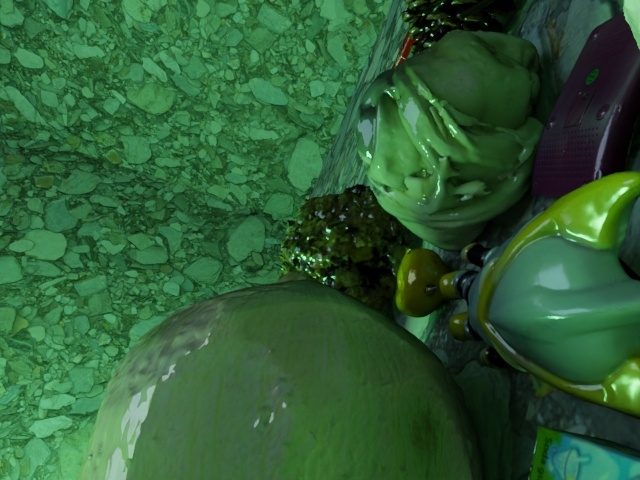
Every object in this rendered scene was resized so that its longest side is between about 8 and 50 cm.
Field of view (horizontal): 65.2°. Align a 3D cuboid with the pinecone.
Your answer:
[{"bbox_3d":[0.219,-0.375,0.803,0.168,0.186,0.212,-126,30,-52],"label":"pinecone"}]

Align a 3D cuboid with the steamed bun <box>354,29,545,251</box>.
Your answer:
[{"bbox_3d":[0.144,-0.136,0.667,0.280,0.207,0.267,125,162,-71],"label":"steamed bun"}]

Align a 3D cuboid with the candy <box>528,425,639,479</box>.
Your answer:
[{"bbox_3d":[0.181,0.163,0.248,0.194,0.062,0.097,144,144,-75],"label":"candy"}]

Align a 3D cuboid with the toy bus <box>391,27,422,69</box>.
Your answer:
[{"bbox_3d":[0.214,-0.397,1.190,0.081,0.090,0.195,-81,12,-52],"label":"toy bus"}]

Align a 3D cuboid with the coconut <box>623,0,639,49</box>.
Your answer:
[{"bbox_3d":[0.229,-0.129,0.227,0.171,0.171,0.182,133,156,-73],"label":"coconut"}]

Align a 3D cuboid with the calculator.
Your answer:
[{"bbox_3d":[0.260,-0.130,0.474,0.126,0.034,0.190,-124,53,-82],"label":"calculator"}]

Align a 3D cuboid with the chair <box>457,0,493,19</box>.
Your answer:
[{"bbox_3d":[0.287,-0.434,0.628,0.326,0.170,0.160,-29,-8,-13],"label":"chair"}]

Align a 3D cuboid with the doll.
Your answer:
[{"bbox_3d":[0.177,0.048,0.413,0.316,0.103,0.145,122,161,-81],"label":"doll"}]

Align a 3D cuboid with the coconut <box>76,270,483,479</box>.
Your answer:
[{"bbox_3d":[-0.036,0.208,0.531,0.404,0.405,0.404,-162,90,-82],"label":"coconut"}]

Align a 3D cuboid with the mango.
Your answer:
[{"bbox_3d":[0.143,0.064,0.741,0.187,0.066,0.101,124,155,-81],"label":"mango"}]

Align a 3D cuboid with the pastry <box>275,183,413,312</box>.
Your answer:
[{"bbox_3d":[0.033,0.016,0.915,0.275,0.193,0.274,-23,52,33],"label":"pastry"}]
